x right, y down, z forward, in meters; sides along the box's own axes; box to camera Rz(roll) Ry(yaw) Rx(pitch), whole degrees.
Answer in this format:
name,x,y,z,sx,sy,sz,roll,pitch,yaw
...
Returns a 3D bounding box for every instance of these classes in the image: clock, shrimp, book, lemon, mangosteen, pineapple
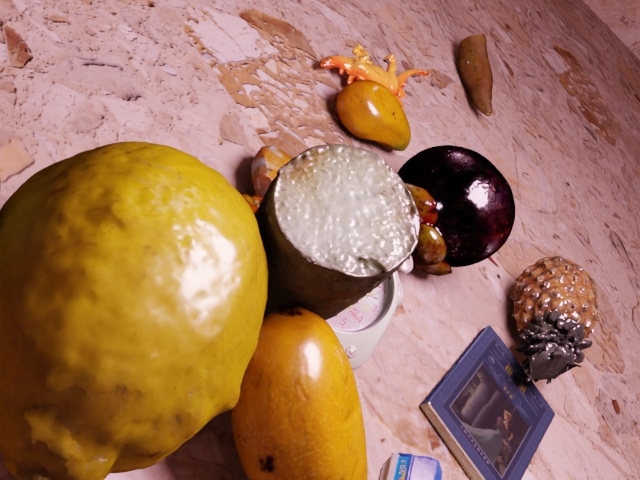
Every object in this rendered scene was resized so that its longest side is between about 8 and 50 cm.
name,x,y,z,sx,sy,sz,roll,pitch,yaw
clock,0.032,0.062,1.030,0.151,0.062,0.191,39,74,-10
shrimp,0.000,0.000,1.128,0.316,0.062,0.164,60,30,6
book,0.270,0.266,1.228,0.190,0.025,0.269,55,37,2
lemon,-0.182,0.056,0.714,0.285,0.285,0.316,44,13,-12
mangosteen,0.187,-0.037,1.260,0.250,0.211,0.211,-37,91,-22
pineapple,0.397,0.143,1.336,0.158,0.158,0.278,47,30,-9

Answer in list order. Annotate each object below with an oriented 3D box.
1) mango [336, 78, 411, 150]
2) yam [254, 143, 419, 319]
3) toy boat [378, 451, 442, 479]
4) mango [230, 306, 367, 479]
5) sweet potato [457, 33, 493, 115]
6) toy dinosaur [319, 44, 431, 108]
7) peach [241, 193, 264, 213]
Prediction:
name,x,y,z,sx,sy,sz,roll,pitch,yaw
mango,0.098,-0.222,1.378,0.165,0.089,0.115,13,54,-44
yam,-0.001,0.002,0.865,0.161,0.268,0.161,3,75,-12
toy boat,0.073,0.387,0.866,0.295,0.088,0.129,-67,152,-45
mango,-0.020,0.210,0.855,0.177,0.120,0.294,-53,138,-59
sweet potato,0.354,-0.375,1.789,0.077,0.077,0.243,22,56,-35
toy dinosaur,0.112,-0.294,1.469,0.288,0.070,0.117,3,70,-41
peach,-0.082,-0.007,1.017,0.101,0.101,0.100,27,44,-30
